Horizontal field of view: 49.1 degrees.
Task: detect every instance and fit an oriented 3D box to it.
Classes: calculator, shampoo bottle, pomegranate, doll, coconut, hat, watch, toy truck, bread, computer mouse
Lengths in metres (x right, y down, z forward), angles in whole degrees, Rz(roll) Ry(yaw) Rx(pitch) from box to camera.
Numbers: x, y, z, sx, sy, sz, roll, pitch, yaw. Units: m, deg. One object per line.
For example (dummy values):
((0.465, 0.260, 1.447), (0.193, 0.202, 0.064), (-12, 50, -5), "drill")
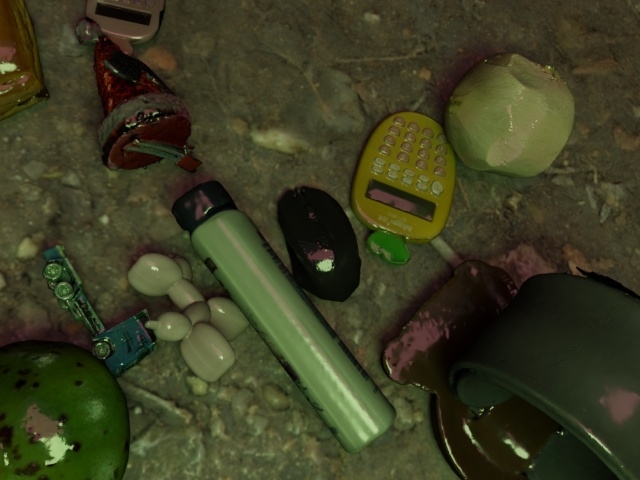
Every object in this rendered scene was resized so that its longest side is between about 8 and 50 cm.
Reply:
((0.118, -0.076, 0.993), (0.146, 0.032, 0.235), (20, 72, -7), "calculator")
((-0.046, 0.088, 0.862), (0.078, 0.134, 0.359), (-38, 86, 1), "shampoo bottle")
((-0.311, 0.208, 0.719), (0.211, 0.263, 0.211), (0, 90, 16), "pomegranate")
((-0.162, 0.079, 0.847), (0.160, 0.161, 0.059), (39, 112, -11), "doll")
((0.251, -0.175, 0.965), (0.182, 0.171, 0.171), (12, 72, -36), "coconut")
((-0.268, -0.325, 0.969), (0.103, 0.024, 0.166), (10, 72, -11), "calculator")
((-0.246, -0.194, 0.900), (0.140, 0.129, 0.227), (-14, 70, -48), "hat")
((0.270, 0.177, 0.811), (0.314, 0.327, 0.335), (-42, 88, -19), "watch")
((-0.269, 0.078, 0.853), (0.081, 0.067, 0.175), (-31, 82, -24), "toy truck")
((-0.463, -0.251, 0.866), (0.210, 0.099, 0.235), (-24, 83, -17), "bread")
((0.000, 0.000, 0.933), (0.099, 0.057, 0.172), (-20, 79, -15), "computer mouse")
